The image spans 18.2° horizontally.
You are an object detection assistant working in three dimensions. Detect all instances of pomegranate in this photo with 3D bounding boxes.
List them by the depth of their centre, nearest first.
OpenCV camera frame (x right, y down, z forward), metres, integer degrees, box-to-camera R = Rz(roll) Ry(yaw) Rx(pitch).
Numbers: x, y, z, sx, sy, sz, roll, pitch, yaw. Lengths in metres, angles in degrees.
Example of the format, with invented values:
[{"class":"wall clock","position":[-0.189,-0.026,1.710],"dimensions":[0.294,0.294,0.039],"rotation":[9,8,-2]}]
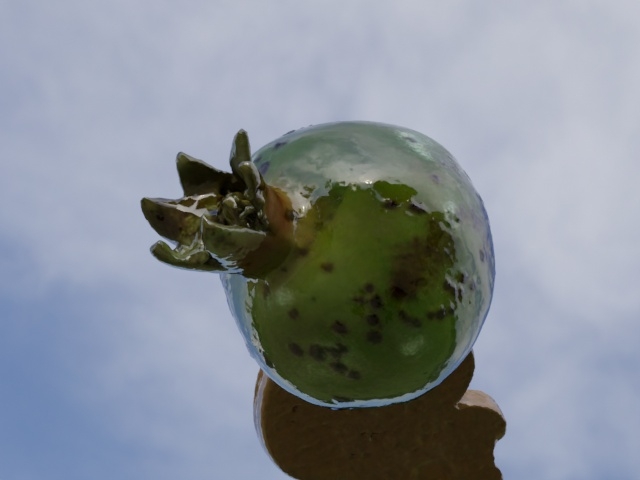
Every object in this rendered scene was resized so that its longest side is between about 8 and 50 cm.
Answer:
[{"class":"pomegranate","position":[0.003,-0.010,1.503],"dimensions":[0.231,0.231,0.286],"rotation":[-28,-55,30]}]

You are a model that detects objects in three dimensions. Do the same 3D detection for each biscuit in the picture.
[{"class":"biscuit","position":[0.059,0.154,1.731],"dimensions":[0.202,0.044,0.288],"rotation":[-38,-54,4]}]
